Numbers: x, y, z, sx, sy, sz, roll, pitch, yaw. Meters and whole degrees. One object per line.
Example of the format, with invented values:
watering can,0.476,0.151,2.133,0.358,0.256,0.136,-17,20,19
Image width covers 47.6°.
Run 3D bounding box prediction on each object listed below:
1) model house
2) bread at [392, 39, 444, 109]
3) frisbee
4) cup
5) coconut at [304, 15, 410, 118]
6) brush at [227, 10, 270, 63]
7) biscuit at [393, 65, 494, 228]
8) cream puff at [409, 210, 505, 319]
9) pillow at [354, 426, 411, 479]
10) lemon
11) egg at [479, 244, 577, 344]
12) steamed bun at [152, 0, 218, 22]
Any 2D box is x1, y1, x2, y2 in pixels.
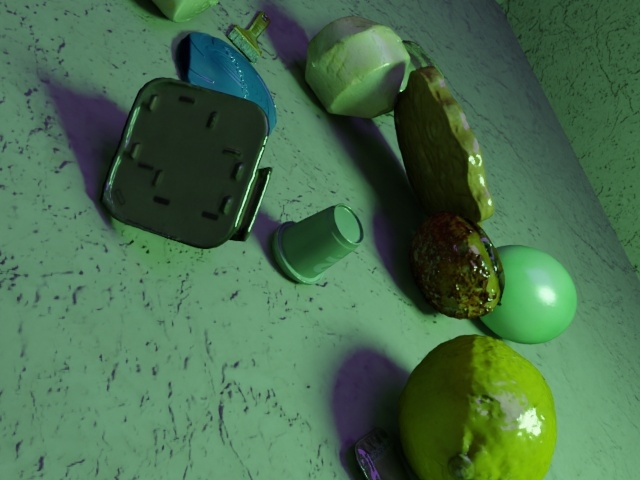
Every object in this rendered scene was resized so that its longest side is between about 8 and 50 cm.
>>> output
model house,-0.170,-0.086,1.117,0.205,0.218,0.278,19,-7,10
bread,0.193,-0.433,1.890,0.187,0.155,0.338,54,31,5
frisbee,-0.166,-0.303,1.384,0.242,0.045,0.242,35,35,-30
cup,0.000,0.000,1.235,0.120,0.141,0.120,36,37,-33
coconut,0.084,-0.383,1.635,0.237,0.237,0.197,57,32,2
brush,-0.144,-0.455,1.586,0.082,0.010,0.218,45,33,-18
biscuit,0.258,-0.171,1.623,0.365,0.062,0.385,114,-45,-73
cream puff,0.278,0.060,1.514,0.164,0.240,0.240,-22,77,-21
pillow,0.124,0.401,1.133,0.217,0.033,0.130,62,26,11
lemon,0.257,0.299,1.191,0.268,0.268,0.322,49,25,-12
egg,0.465,0.123,1.684,0.270,0.220,0.220,31,38,-19
steamed bun,-0.259,-0.521,1.351,0.200,0.155,0.250,48,38,-8
